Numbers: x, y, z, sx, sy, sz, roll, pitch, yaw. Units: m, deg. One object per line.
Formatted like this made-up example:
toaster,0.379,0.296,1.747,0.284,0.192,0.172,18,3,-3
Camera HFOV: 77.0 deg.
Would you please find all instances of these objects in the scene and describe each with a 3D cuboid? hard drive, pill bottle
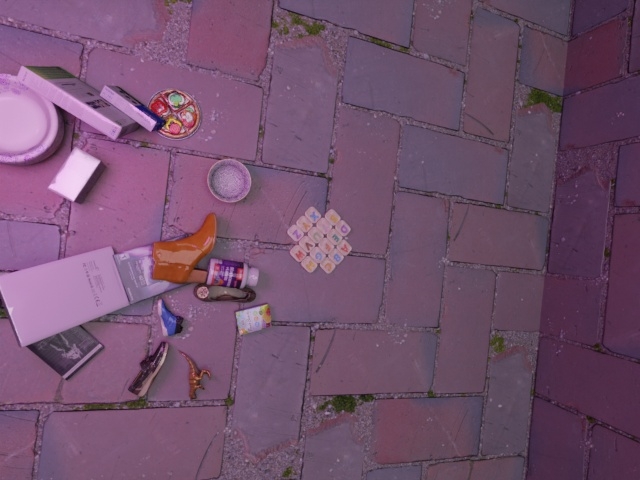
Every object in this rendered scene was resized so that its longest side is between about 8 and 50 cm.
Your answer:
hard drive,-0.860,0.178,1.375,0.353,0.047,0.232,-23,100,-49
pill bottle,-0.352,0.136,1.613,0.194,0.108,0.108,9,88,-20

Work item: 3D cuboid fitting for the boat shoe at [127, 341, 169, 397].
boat shoe,-0.653,0.484,1.528,0.073,0.080,0.223,28,86,-23

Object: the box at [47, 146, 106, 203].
box,-0.850,-0.224,1.413,0.091,0.130,0.170,32,80,-19

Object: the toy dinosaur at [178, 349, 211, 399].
toy dinosaur,-0.495,0.533,1.595,0.112,0.064,0.211,-6,93,-18

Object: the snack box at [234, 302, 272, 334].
snack box,-0.279,0.327,1.681,0.141,0.037,0.100,-11,94,-19

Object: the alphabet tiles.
alphabet tiles,0.000,0.000,1.785,0.284,0.021,0.278,-47,106,-13

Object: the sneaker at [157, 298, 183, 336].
sneaker,-0.577,0.294,1.560,0.085,0.058,0.152,-10,99,-14

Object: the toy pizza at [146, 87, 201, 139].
toy pizza,-0.567,-0.493,1.561,0.201,0.032,0.201,0,91,-20

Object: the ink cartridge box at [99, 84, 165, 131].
ink cartridge box,-0.682,-0.483,1.472,0.207,0.097,0.046,36,106,-12

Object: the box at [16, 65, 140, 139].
box,-0.801,-0.474,1.373,0.322,0.232,0.058,34,105,-18

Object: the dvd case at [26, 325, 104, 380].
dvd case,-0.932,0.372,1.457,0.164,0.018,0.221,-44,104,-15

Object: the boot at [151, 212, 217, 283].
boot,-0.518,0.019,1.524,0.211,0.104,0.294,13,86,-28

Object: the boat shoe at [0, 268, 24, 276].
boat shoe,-1.070,0.120,1.390,0.125,0.038,0.046,9,88,-20

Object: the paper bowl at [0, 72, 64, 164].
paper bowl,-1.019,-0.390,1.339,0.285,0.148,0.284,0,91,-20

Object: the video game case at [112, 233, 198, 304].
video game case,-0.618,0.105,1.539,0.274,0.026,0.196,-19,98,-27

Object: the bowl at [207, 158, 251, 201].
bowl,-0.369,-0.235,1.614,0.170,0.080,0.170,0,91,-19

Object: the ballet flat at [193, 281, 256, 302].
ballet flat,-0.384,0.216,1.630,0.250,0.058,0.084,10,87,-20
